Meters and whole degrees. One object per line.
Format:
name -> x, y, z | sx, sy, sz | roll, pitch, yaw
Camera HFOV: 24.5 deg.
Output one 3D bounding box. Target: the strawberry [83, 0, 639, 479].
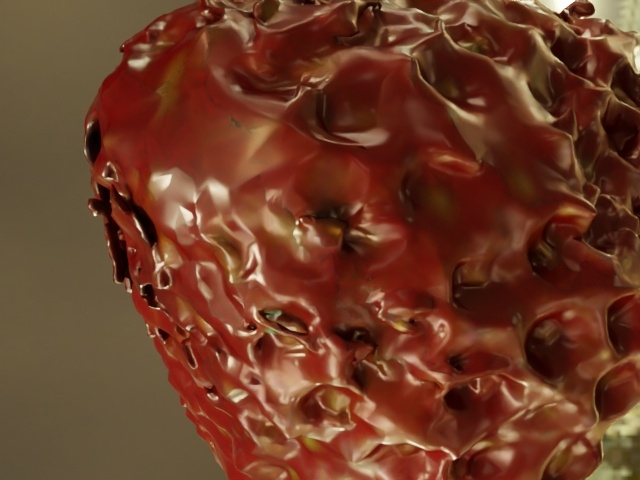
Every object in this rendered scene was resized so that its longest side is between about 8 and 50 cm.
strawberry -> -0.004, -0.002, 0.487 | 0.178, 0.233, 0.234 | 25, -113, -52
